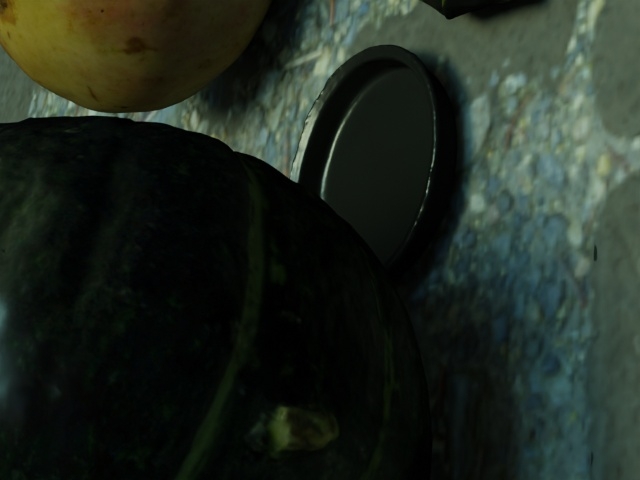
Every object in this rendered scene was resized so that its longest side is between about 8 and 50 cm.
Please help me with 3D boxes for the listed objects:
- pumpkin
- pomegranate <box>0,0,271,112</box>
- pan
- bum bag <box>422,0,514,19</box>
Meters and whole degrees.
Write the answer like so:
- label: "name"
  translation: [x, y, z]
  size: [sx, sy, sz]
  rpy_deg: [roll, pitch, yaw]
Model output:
- label: "pumpkin"
  translation: [-0.105, 0.087, 0.907]
  size: [0.323, 0.323, 0.241]
  rpy_deg: [-26, 47, 50]
- label: "pomegranate"
  translation: [-0.111, -0.172, 1.140]
  size: [0.191, 0.191, 0.191]
  rpy_deg: [-26, 57, 50]
- label: "pan"
  translation: [0.000, 0.000, 1.044]
  size: [0.235, 0.028, 0.136]
  rpy_deg: [-53, 39, 27]
- label: "bum bag"
  translation: [0.075, -0.226, 0.983]
  size: [0.107, 0.060, 0.232]
  rpy_deg: [0, 81, 48]
